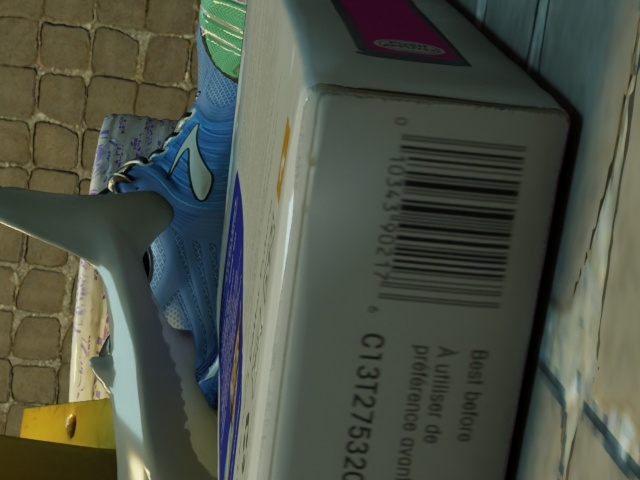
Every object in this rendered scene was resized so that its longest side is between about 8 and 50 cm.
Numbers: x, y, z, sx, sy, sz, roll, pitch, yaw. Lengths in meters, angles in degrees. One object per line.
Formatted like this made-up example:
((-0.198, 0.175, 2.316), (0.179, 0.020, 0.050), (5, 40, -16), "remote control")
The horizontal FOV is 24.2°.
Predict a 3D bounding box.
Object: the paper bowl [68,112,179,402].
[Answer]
((-0.119, 0.044, 1.225), (0.284, 0.148, 0.284), (-174, 90, -84), "paper bowl")

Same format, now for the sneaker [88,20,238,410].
((-0.090, -0.039, 1.034), (0.130, 0.147, 0.330), (104, 171, -53), "sneaker")

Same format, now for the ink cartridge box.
((0.000, 0.000, 0.503), (0.371, 0.069, 0.176), (-110, 26, -72), "ink cartridge box")

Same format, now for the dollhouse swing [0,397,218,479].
((-0.198, 0.256, 0.805), (0.315, 0.304, 0.347), (-15, 67, 61), "dollhouse swing")

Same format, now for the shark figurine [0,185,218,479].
((-0.082, 0.112, 0.635), (0.166, 0.116, 0.278), (-125, 17, -71), "shark figurine")

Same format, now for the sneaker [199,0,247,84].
((-0.013, -0.182, 0.903), (0.098, 0.083, 0.224), (-60, -6, -33), "sneaker")
